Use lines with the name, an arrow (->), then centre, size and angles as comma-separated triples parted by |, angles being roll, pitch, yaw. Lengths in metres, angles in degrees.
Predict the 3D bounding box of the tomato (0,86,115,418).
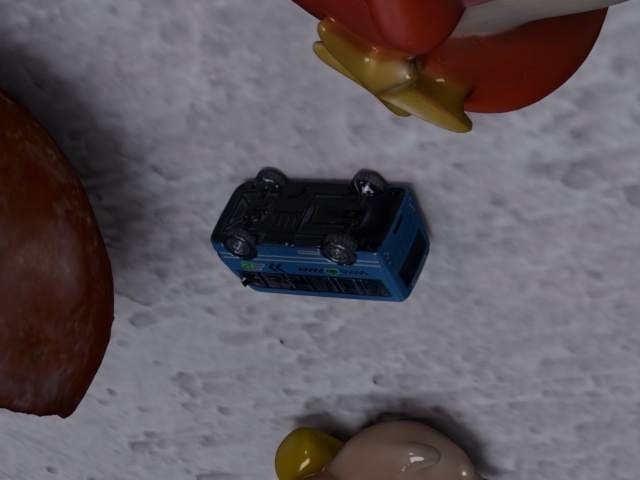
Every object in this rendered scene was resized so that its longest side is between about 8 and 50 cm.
tomato -> -0.186, -0.011, 0.769 | 0.200, 0.140, 0.233 | 18, 179, 24

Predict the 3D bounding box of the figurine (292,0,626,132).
figurine -> 0.072, -0.133, 0.433 | 0.257, 0.181, 0.208 | -12, 166, 44

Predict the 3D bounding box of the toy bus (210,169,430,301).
toy bus -> 0.000, 0.000, 0.745 | 0.083, 0.038, 0.046 | 3, 141, 31

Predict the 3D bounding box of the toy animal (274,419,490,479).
toy animal -> 0.027, 0.137, 0.863 | 0.114, 0.082, 0.091 | -15, 128, 43
